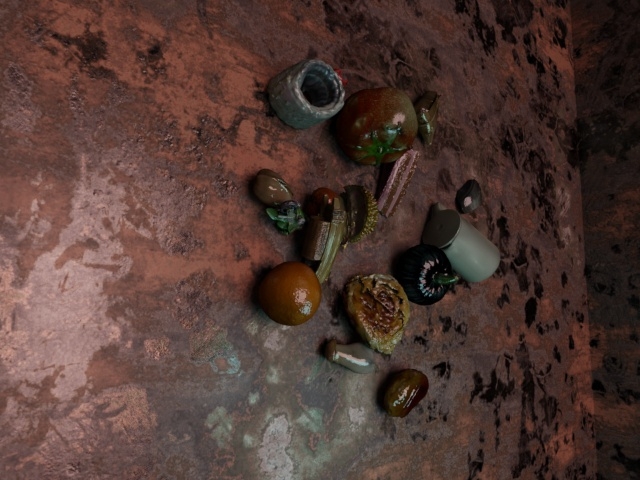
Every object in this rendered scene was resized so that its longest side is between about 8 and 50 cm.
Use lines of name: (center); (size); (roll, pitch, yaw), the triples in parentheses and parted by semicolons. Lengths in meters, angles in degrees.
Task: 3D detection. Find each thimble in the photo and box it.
thimble: (-0.046, -0.490, 1.639); (0.250, 0.171, 0.205); (4, 83, -42)

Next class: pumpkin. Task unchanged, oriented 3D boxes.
pumpkin: (0.432, 0.137, 1.928); (0.247, 0.247, 0.248); (6, 80, -40)

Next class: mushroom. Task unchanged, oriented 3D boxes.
mushroom: (0.107, 0.410, 1.717); (0.225, 0.093, 0.116); (8, 62, -31)

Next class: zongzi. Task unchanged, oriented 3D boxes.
zongzi: (0.483, -0.543, 2.164); (0.195, 0.099, 0.197); (-55, 129, -31)

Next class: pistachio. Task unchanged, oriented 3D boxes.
pistachio: (-0.150, -0.162, 1.547); (0.149, 0.113, 0.113); (25, 68, -35)

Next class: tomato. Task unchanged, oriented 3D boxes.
tomato: (0.205, -0.427, 1.804); (0.303, 0.303, 0.239); (15, 59, -39)

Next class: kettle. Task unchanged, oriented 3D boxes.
kettle: (0.618, -0.001, 2.139); (0.318, 0.205, 0.265); (33, 66, -30)

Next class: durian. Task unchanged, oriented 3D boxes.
durian: (0.131, -0.069, 1.728); (0.137, 0.193, 0.238); (32, 71, -44)

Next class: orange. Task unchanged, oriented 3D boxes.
orange: (-0.091, 0.161, 1.501); (0.205, 0.206, 0.206); (6, 80, -40)

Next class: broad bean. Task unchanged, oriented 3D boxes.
broad bean: (0.319, 0.575, 1.854); (0.228, 0.122, 0.156); (-28, 128, -34)

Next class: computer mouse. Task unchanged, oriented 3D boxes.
computer mouse: (0.731, -0.211, 2.348); (0.231, 0.071, 0.126); (-41, 111, -38)

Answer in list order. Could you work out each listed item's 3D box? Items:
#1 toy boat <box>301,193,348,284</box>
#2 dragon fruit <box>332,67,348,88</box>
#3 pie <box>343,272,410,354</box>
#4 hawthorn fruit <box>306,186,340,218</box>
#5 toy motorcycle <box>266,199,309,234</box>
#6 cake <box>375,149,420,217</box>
toy boat: (0.000, 0.000, 1.604); (0.115, 0.089, 0.311); (5, 110, -39)
dragon fruit: (0.059, -0.597, 1.821); (0.083, 0.056, 0.060); (52, 54, -26)
pie: (0.213, 0.246, 1.775); (0.307, 0.085, 0.309); (11, 64, -23)
hawthorn fruit: (0.010, -0.117, 1.679); (0.128, 0.128, 0.128); (6, 80, -40)
toy motorcycle: (-0.102, -0.071, 1.565); (0.190, 0.106, 0.074); (56, 17, -63)
cake: (0.291, -0.239, 1.972); (0.115, 0.112, 0.296); (26, 81, -34)
